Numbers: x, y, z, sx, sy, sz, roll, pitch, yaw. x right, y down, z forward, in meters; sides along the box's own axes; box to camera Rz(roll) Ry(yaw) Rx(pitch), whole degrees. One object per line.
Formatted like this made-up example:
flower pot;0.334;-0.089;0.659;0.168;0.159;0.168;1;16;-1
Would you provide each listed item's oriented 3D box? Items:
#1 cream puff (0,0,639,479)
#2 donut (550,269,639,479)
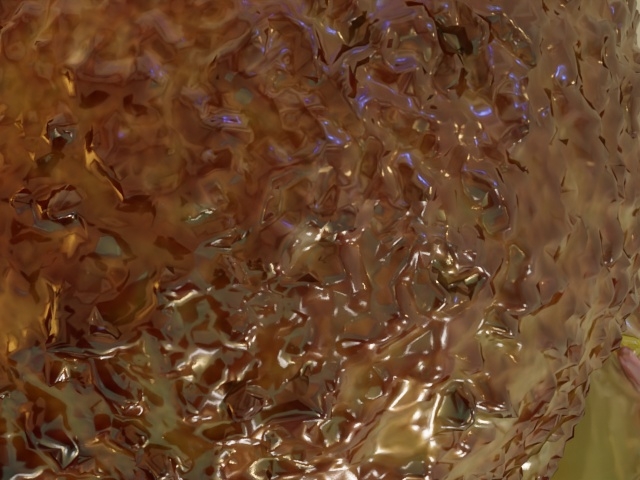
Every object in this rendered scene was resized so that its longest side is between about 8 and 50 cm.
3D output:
cream puff;0.001;-0.005;0.590;0.229;0.350;0.350;19;-65;33
donut;0.195;0.138;0.885;0.150;0.307;0.371;-17;-49;42
